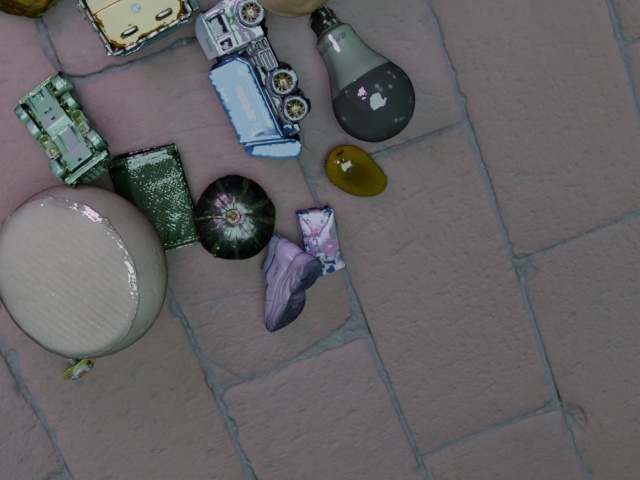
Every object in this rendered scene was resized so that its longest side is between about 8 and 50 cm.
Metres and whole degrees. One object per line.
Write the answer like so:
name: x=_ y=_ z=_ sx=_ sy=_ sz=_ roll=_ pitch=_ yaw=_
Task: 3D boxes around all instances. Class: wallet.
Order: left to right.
wallet: x=-0.368 y=-0.089 z=1.859 sx=0.160 sy=0.055 sz=0.236 roll=-13 pitch=111 yaw=0

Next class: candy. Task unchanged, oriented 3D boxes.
candy: x=0.000 y=0.000 z=1.929 sx=0.092 sy=0.073 sz=0.160 roll=-13 pitch=106 yaw=-7

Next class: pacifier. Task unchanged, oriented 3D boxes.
pacifier: x=-0.569 y=0.289 z=1.938 sx=0.083 sy=0.068 sz=0.064 roll=-35 pitch=73 yaw=-16

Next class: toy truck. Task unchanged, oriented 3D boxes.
toy truck: x=-0.514 y=-0.218 z=1.723 sx=0.128 sy=0.259 sz=0.135 roll=-38 pitch=148 yaw=-1
toy truck: x=-0.139 y=-0.347 z=1.777 sx=0.175 sy=0.146 sz=0.367 roll=-23 pitch=107 yaw=2

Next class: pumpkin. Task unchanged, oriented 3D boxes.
pumpkin: x=-0.189 y=-0.050 z=1.847 sx=0.190 sy=0.146 sz=0.190 roll=-1 pitch=104 yaw=-6

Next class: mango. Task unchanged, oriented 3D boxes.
mango: x=0.085 y=-0.154 z=1.901 sx=0.161 sy=0.076 sz=0.103 roll=28 pitch=93 yaw=-23

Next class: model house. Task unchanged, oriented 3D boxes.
model house: x=-0.378 y=-0.488 z=1.664 sx=0.224 sy=0.215 sz=0.198 roll=-29 pitch=104 yaw=0

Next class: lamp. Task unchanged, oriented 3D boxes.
lamp: x=0.088 y=-0.363 z=1.789 sx=0.182 sy=0.182 sz=0.314 roll=-26 pitch=106 yaw=-1

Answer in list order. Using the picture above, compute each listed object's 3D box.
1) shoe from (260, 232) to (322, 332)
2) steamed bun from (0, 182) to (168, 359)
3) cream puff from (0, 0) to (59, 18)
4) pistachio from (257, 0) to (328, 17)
shoe: x=-0.095 y=0.101 z=1.930 sx=0.095 sy=0.137 sz=0.245 roll=-16 pitch=142 yaw=-44
steamed bun: x=-0.491 y=0.059 z=1.770 sx=0.374 sy=0.241 sz=0.374 roll=3 pitch=102 yaw=16
cream puff: x=-0.619 y=-0.535 z=1.617 sx=0.196 sy=0.244 sz=0.244 roll=-46 pitch=107 yaw=-8
pistachio: x=-0.038 y=-0.595 z=1.604 sx=0.238 sy=0.229 sz=0.321 roll=9 pitch=126 yaw=-14
